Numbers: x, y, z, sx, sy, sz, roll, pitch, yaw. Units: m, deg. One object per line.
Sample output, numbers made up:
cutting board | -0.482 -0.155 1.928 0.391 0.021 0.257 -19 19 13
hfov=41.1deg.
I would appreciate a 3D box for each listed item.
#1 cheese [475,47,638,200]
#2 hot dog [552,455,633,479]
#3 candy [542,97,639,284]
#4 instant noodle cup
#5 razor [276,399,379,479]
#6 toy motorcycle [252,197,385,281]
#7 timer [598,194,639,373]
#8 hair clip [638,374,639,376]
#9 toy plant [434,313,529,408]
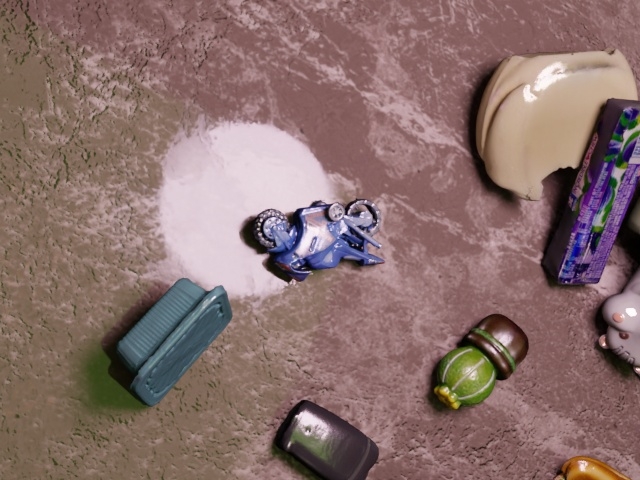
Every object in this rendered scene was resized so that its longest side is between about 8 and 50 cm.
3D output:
cheese | 0.378 -0.191 1.362 0.265 0.127 0.233 -5 114 -16
hot dog | 0.488 0.444 1.396 0.269 0.072 0.115 35 75 -15
candy | 0.442 -0.073 1.344 0.088 0.061 0.313 1 119 -23
instant noodle cup | -0.200 0.127 1.144 0.070 0.157 0.179 39 73 11
razor | 0.010 0.299 1.246 0.148 0.054 0.090 37 71 -14
toy motorcycle | 0.000 0.000 1.258 0.205 0.076 0.114 -7 97 -22
timer | 0.582 0.070 1.385 0.290 0.291 0.315 33 99 -14
hair clip | 0.623 0.264 1.477 0.229 0.036 0.066 43 70 -5
toy plant | 0.243 0.192 1.318 0.162 0.093 0.093 -41 99 -18
